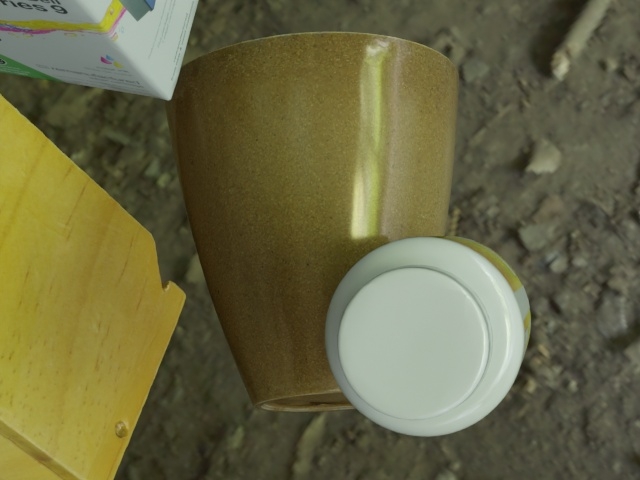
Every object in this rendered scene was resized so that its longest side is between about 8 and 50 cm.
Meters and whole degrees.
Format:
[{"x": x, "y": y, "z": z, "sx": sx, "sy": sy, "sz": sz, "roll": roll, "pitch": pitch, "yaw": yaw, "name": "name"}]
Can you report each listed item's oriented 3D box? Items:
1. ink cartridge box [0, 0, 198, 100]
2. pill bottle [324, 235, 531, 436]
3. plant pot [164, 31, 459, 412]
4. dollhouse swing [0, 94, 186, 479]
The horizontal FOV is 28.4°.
[{"x": -0.177, "y": -0.168, "z": 0.740, "sx": 0.154, "sy": 0.212, "sz": 0.093, "roll": 11, "pitch": 77, "yaw": 12, "name": "ink cartridge box"}, {"x": 0.070, "y": 0.056, "z": 0.786, "sx": 0.117, "sy": 0.215, "sz": 0.117, "roll": 0, "pitch": 90, "yaw": 11, "name": "pill bottle"}, {"x": 0.000, "y": 0.000, "z": 0.983, "sx": 0.237, "sy": 0.237, "sz": 0.254, "roll": -15, "pitch": 71, "yaw": 36, "name": "plant pot"}, {"x": -0.376, "y": 0.081, "z": 1.147, "sx": 0.305, "sy": 0.347, "sz": 0.315, "roll": -13, "pitch": 44, "yaw": 38, "name": "dollhouse swing"}]
